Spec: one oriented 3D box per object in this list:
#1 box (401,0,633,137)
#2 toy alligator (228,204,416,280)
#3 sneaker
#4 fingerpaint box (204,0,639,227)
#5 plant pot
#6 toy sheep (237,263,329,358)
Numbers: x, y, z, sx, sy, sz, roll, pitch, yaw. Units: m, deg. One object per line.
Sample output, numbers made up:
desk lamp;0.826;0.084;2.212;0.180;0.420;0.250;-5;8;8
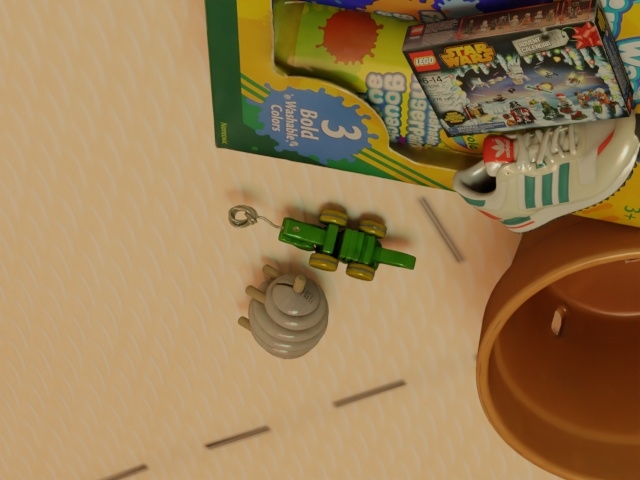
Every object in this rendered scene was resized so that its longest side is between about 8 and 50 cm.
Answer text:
box;0.136;-0.116;0.901;0.137;0.027;0.094;-5;140;28
toy alligator;0.000;0.000;1.294;0.189;0.056;0.051;15;169;-4
sneaker;0.160;-0.056;0.953;0.075;0.057;0.161;22;150;-24
fingerpaint box;0.108;-0.223;0.932;0.371;0.163;0.445;11;146;6
plant pot;0.290;0.060;1.199;0.290;0.203;0.291;4;128;5
toy sheep;-0.034;0.073;1.333;0.091;0.091;0.132;12;148;-2
